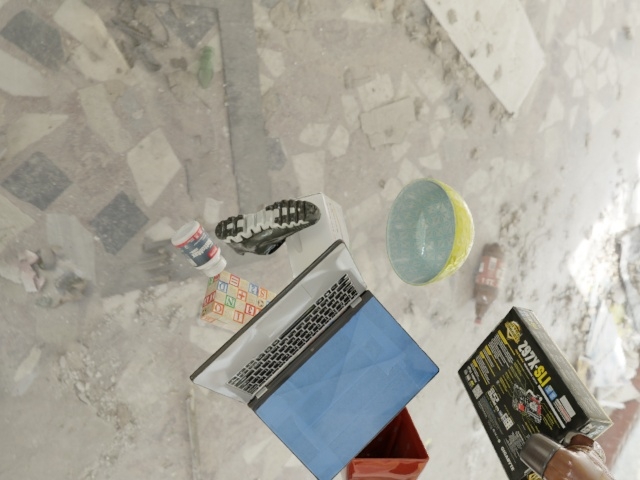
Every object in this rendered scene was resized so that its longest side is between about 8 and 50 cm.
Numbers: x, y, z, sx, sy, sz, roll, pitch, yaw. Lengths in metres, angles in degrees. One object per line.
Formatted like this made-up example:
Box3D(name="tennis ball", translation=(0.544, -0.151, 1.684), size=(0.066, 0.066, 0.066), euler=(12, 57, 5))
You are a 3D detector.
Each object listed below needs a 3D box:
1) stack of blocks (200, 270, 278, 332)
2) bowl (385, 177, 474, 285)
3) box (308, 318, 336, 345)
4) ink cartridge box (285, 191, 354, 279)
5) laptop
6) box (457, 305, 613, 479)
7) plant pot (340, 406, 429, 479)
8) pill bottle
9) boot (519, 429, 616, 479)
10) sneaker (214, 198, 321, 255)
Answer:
Box3D(name="stack of blocks", translation=(-0.280, 0.250, 1.804), size=(0.297, 0.087, 0.171), euler=(28, 49, -31))
Box3D(name="bowl", translation=(0.324, -0.018, 1.334), size=(0.156, 0.289, 0.290), euler=(4, 95, -29))
Box3D(name="box", translation=(0.066, 0.353, 1.897), size=(0.256, 0.128, 0.123), euler=(-29, 133, -3))
Box3D(name="ink cartridge box", translation=(0.000, 0.000, 1.267), size=(0.278, 0.117, 0.201), euler=(12, 64, -78))
Box3D(name="laptop", translation=(0.022, 0.276, 1.019), size=(0.382, 0.236, 0.408), euler=(-43, 149, -7))
Box3D(name="box", translation=(0.474, 0.357, 1.138), size=(0.079, 0.322, 0.257), euler=(16, 121, -23))
Box3D(name="plant pot", translation=(0.181, 0.736, 1.656), size=(0.267, 0.267, 0.236), euler=(5, 109, -11))
Box3D(name="pill bottle", translation=(-0.399, 0.032, 1.625), size=(0.108, 0.108, 0.180), euler=(-49, 122, -21))
Box3D(name="boot", translation=(0.514, 0.431, 0.808), size=(0.264, 0.280, 0.096), euler=(31, 90, -39))
Box3D(name="sneaker", translation=(-0.104, -0.022, 1.068), size=(0.106, 0.234, 0.078), euler=(64, 16, -47))
